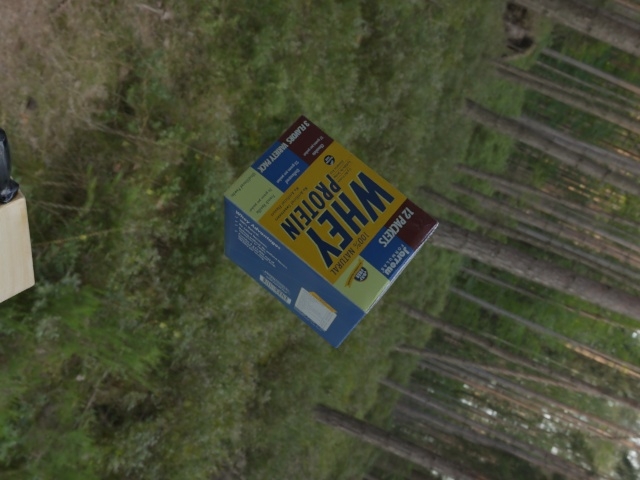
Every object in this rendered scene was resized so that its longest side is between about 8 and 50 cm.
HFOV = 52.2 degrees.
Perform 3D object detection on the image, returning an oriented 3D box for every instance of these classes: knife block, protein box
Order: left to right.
[{"bbox_3d":[-0.320,-0.023,0.589,0.088,0.242,0.276,-31,124,-30],"label":"knife block"},{"bbox_3d":[0.000,0.000,0.788,0.136,0.199,0.201,-48,173,-20],"label":"protein box"}]
